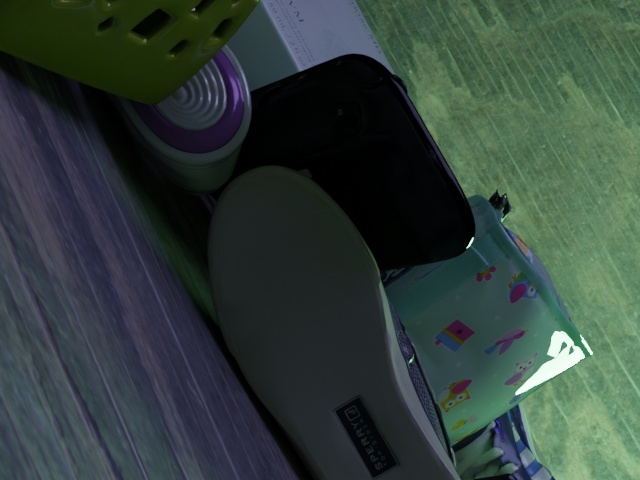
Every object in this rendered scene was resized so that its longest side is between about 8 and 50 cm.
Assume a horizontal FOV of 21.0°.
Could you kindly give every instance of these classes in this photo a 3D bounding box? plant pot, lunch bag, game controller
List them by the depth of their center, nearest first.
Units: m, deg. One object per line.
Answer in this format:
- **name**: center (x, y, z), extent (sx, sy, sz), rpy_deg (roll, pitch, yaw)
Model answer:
- **plant pot**: center (-0.126, -0.247, 1.102), extent (0.228, 0.207, 0.227), rpy_deg (64, 18, 18)
- **game controller**: center (-0.002, -0.044, 1.318), extent (0.166, 0.067, 0.319), rpy_deg (51, -25, -14)
- **lunch bag**: center (0.107, 0.080, 1.575), extent (0.160, 0.223, 0.262), rpy_deg (58, 7, 24)

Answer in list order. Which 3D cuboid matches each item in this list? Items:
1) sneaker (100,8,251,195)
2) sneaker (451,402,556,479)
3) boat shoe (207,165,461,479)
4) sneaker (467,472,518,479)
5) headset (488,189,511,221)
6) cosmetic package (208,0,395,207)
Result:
- **sneaker**: center (-0.149, -0.165, 1.307), extent (0.152, 0.114, 0.305), rpy_deg (94, -29, -70)
- **sneaker**: center (0.152, 0.234, 1.789), extent (0.236, 0.130, 0.323), rpy_deg (39, 26, -46)
- **boat shoe**: center (0.009, 0.096, 1.307), extent (0.158, 0.127, 0.341), rpy_deg (-121, -172, -79)
- **sneaker**: center (0.125, 0.260, 1.405), extent (0.108, 0.121, 0.302), rpy_deg (59, 7, -11)
- **headset**: center (0.072, -0.129, 2.332), extent (0.394, 0.185, 0.243), rpy_deg (48, 9, -10)
- **cosmetic package**: center (-0.017, -0.110, 1.566), extent (0.224, 0.138, 0.224), rpy_deg (61, 22, 1)
